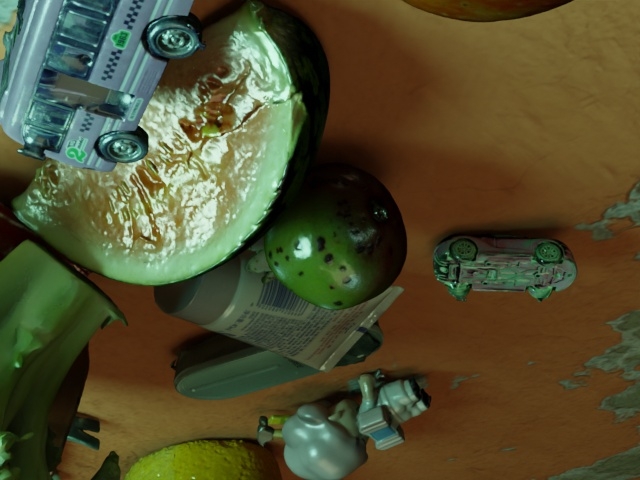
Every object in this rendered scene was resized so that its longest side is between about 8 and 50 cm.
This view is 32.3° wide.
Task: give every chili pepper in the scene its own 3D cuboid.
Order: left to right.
[{"bbox_3d":[-0.274,-0.008,0.940,0.088,0.064,0.169,-19,145,18],"label":"chili pepper"}]

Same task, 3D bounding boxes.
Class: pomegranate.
[{"bbox_3d":[0.007,0.000,0.965,0.129,0.129,0.159,2,169,-16],"label":"pomegranate"}]

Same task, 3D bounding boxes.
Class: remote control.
[{"bbox_3d":[-0.049,0.125,1.234,0.247,0.052,0.104,-17,151,15],"label":"remote control"}]

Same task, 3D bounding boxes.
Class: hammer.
[{"bbox_3d":[-0.376,0.275,1.430,0.159,0.041,0.226,5,147,-19],"label":"hammer"}]

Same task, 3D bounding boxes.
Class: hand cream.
[{"bbox_3d":[-0.039,0.059,1.088,0.248,0.083,0.133,23,121,-40],"label":"hand cream"}]

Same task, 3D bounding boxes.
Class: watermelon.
[{"bbox_3d":[-0.094,-0.038,0.858,0.303,0.128,0.159,-31,143,34],"label":"watermelon"}]

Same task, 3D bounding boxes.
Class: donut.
[{"bbox_3d":[-0.169,0.366,1.566,0.254,0.118,0.253,-8,149,-5],"label":"donut"}]

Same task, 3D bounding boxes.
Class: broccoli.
[{"bbox_3d":[-0.309,0.139,0.851,0.339,0.317,0.277,12,170,-4],"label":"broccoli"}]

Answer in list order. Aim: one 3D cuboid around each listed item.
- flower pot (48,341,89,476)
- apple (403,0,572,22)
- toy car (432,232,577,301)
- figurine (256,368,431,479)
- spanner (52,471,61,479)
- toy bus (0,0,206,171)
[{"bbox_3d":[-0.342,0.148,1.098,0.173,0.190,0.190,24,140,-23],"label":"flower pot"},{"bbox_3d":[0.080,-0.225,0.500,0.230,0.229,0.230,-6,151,-3],"label":"apple"},{"bbox_3d":[0.184,0.022,1.108,0.142,0.055,0.069,2,142,3],"label":"toy car"},{"bbox_3d":[0.033,0.243,1.415,0.229,0.112,0.137,-27,142,12],"label":"figurine"},{"bbox_3d":[-0.519,0.376,1.515,0.325,0.095,0.040,-4,150,-9],"label":"spanner"},{"bbox_3d":[-0.145,-0.134,0.711,0.108,0.096,0.199,11,144,-23],"label":"toy bus"}]
